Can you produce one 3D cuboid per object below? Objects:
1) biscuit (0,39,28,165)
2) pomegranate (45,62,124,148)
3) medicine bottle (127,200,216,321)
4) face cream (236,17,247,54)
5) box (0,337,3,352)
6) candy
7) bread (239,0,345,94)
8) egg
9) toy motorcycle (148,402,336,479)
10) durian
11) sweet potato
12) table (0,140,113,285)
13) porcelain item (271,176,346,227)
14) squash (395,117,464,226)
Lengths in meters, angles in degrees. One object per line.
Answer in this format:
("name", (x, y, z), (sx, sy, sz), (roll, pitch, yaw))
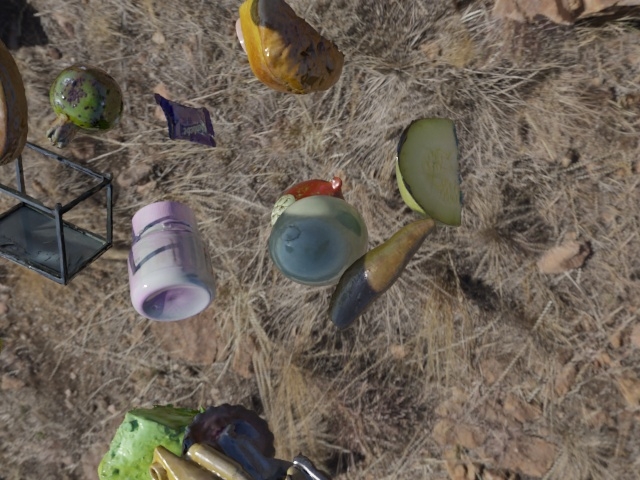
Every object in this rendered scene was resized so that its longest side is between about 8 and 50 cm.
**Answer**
("biscuit", (-0.479, -0.275, 0.640), (0.283, 0.064, 0.432), (-33, 87, 33))
("pomegranate", (-0.637, -0.352, 1.488), (0.202, 0.202, 0.248), (29, 71, -1))
("medicine bottle", (-0.474, 0.063, 1.757), (0.256, 0.325, 0.256), (-13, 144, -9))
("face cream", (-0.128, -0.521, 1.413), (0.104, 0.149, 0.149), (-23, 103, 26))
("box", (-0.580, 0.211, 0.732), (0.278, 0.153, 0.041), (-10, 136, -4))
("candy", (-0.420, -0.375, 1.764), (0.070, 0.275, 0.145), (-15, 87, 22))
("bread", (-0.069, -0.377, 1.146), (0.260, 0.129, 0.134), (34, 69, -38))
("egg", (0.000, 0.000, 1.152), (0.186, 0.253, 0.187), (4, 98, 32))
("toy motorcycle", (-0.035, 0.212, 0.367), (0.229, 0.129, 0.094), (42, 136, 25))
("durian", (-0.475, 0.597, 1.608), (0.255, 0.204, 0.340), (29, 88, -18))
("sweet potato", (0.093, 0.046, 0.921), (0.077, 0.077, 0.244), (38, 105, -4))
("table", (-0.785, -0.095, 1.554), (0.335, 0.222, 0.272), (22, 127, 9))
("porcelain item", (0.000, -0.064, 1.465), (0.252, 0.253, 0.253), (2, 107, 7))
("squash", (0.229, -0.136, 1.143), (0.204, 0.155, 0.237), (-7, 93, -13))
